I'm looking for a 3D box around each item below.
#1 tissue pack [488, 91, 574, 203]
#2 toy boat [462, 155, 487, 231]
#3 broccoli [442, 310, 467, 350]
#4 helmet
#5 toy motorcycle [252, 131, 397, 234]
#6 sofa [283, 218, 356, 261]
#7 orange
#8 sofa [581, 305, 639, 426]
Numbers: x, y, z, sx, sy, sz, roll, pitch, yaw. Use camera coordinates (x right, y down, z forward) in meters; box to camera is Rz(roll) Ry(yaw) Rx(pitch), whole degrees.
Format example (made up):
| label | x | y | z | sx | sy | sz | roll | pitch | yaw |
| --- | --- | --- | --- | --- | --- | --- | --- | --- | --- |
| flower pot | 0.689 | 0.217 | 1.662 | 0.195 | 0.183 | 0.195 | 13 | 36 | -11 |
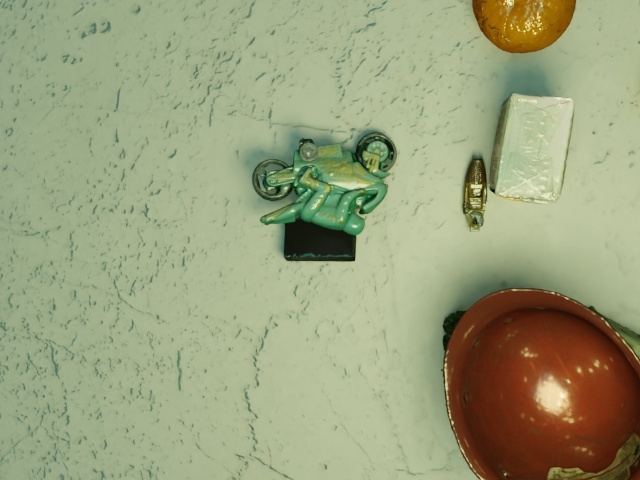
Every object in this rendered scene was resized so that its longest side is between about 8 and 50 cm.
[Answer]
| label | x | y | z | sx | sy | sz | roll | pitch | yaw |
| --- | --- | --- | --- | --- | --- | --- | --- | --- | --- |
| tissue pack | 0.383 | -0.166 | 1.411 | 0.124 | 0.225 | 0.185 | 7 | 96 | 8 |
| toy boat | 0.307 | -0.092 | 1.518 | 0.047 | 0.049 | 0.149 | 2 | 96 | 7 |
| broccoli | 0.305 | 0.203 | 1.507 | 0.162 | 0.137 | 0.146 | 19 | 117 | 39 |
| helmet | 0.409 | 0.263 | 1.341 | 0.337 | 0.230 | 0.385 | -38 | 74 | 23 |
| toy motorcycle | 0.017 | -0.101 | 1.520 | 0.296 | 0.109 | 0.199 | -9 | 83 | -6 |
| sofa | 0.000 | 0.000 | 1.575 | 0.147 | 0.060 | 0.085 | -1 | 79 | 8 |
| orange | 0.378 | -0.446 | 1.419 | 0.193 | 0.161 | 0.193 | 4 | 106 | 15 |
| sofa | 0.603 | 0.277 | 1.499 | 0.225 | 0.176 | 0.210 | 20 | 99 | -23 |
